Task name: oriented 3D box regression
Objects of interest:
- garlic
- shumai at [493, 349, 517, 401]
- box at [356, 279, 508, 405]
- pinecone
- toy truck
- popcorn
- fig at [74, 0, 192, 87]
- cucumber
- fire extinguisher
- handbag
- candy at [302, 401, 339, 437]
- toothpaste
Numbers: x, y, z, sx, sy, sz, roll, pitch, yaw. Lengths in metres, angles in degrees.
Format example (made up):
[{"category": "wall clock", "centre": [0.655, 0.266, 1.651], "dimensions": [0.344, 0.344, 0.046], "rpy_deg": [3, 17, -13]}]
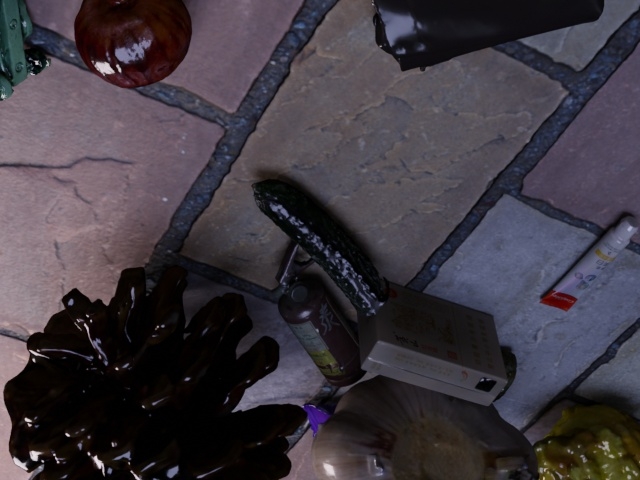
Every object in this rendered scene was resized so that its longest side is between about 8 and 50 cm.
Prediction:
[{"category": "garlic", "centre": [0.142, 0.329, 1.473], "dimensions": [0.322, 0.322, 0.241], "rpy_deg": [6, 134, -5]}, {"category": "shumai", "centre": [0.241, 0.188, 1.543], "dimensions": [0.080, 0.082, 0.083], "rpy_deg": [33, 84, -15]}, {"category": "box", "centre": [0.153, 0.141, 1.451], "dimensions": [0.201, 0.141, 0.058], "rpy_deg": [18, 125, -16]}, {"category": "pinecone", "centre": [-0.218, 0.213, 1.378], "dimensions": [0.397, 0.398, 0.398], "rpy_deg": [1, 132, 1]}, {"category": "toy truck", "centre": [-0.364, -0.242, 1.165], "dimensions": [0.078, 0.080, 0.154], "rpy_deg": [21, 135, 18]}, {"category": "popcorn", "centre": [0.426, 0.347, 1.605], "dimensions": [0.197, 0.155, 0.198], "rpy_deg": [14, 119, 25]}, {"category": "fig", "centre": [-0.212, -0.220, 1.147], "dimensions": [0.128, 0.128, 0.150], "rpy_deg": [22, 139, -18]}, {"category": "cucumber", "centre": [0.002, -0.002, 1.370], "dimensions": [0.067, 0.067, 0.245], "rpy_deg": [-29, 117, 25]}, {"category": "fire extinguisher", "centre": [-0.003, 0.092, 1.472], "dimensions": [0.075, 0.106, 0.252], "rpy_deg": [13, 145, 44]}, {"category": "handbag", "centre": [0.134, -0.311, 1.059], "dimensions": [0.257, 0.113, 0.285], "rpy_deg": [-17, 137, 23]}, {"category": "candy", "centre": [0.106, 0.293, 1.642], "dimensions": [0.275, 0.070, 0.145], "rpy_deg": [-12, 121, 13]}, {"category": "toothpaste", "centre": [0.371, 0.036, 1.427], "dimensions": [0.048, 0.031, 0.190], "rpy_deg": [16, 133, -18]}]
